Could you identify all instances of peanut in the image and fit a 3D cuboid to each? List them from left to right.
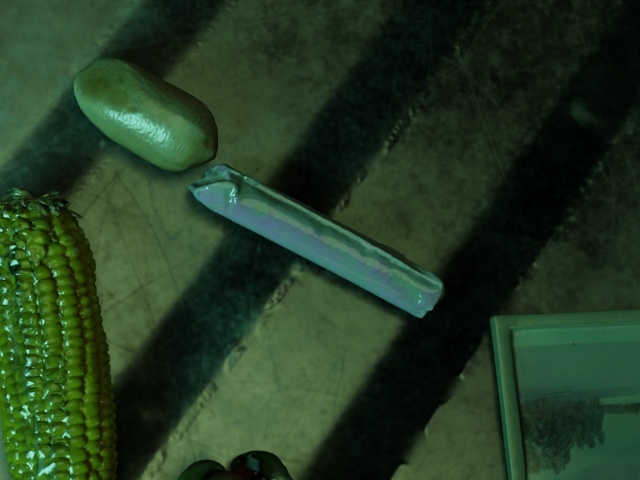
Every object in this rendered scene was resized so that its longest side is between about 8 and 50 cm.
[{"bbox_3d":[-0.164,-0.119,1.480,0.152,0.076,0.076,31,71,-6],"label":"peanut"}]

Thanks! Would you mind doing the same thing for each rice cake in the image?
[{"bbox_3d":[0.000,-0.001,1.497,0.270,0.055,0.049,28,76,-7],"label":"rice cake"}]

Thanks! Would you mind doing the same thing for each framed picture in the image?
[{"bbox_3d":[0.316,0.171,1.547,0.289,0.016,0.213,-1,77,-14],"label":"framed picture"}]

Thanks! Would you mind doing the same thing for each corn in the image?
[{"bbox_3d":[-0.239,0.104,1.387,0.115,0.115,0.318,-10,79,-15],"label":"corn"}]

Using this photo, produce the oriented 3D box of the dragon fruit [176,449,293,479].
[{"bbox_3d":[-0.084,0.304,1.327,0.218,0.198,0.272,1,75,-4],"label":"dragon fruit"}]
